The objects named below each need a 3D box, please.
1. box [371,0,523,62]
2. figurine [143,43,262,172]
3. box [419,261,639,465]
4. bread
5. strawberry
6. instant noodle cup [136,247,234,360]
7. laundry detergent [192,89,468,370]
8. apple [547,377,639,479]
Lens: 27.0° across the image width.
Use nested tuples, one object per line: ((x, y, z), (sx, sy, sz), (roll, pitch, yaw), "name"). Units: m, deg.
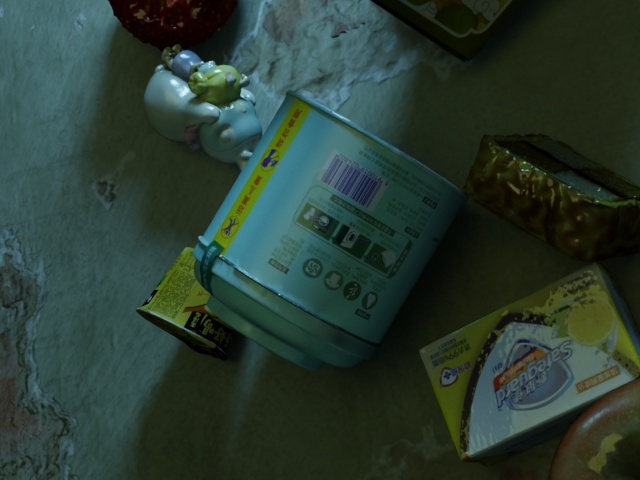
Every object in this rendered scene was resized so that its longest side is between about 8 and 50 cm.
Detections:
((0.177, -0.488, 1.735), (0.420, 0.373, 0.138), (-48, 37, 20), "box")
((-0.148, -0.189, 2.016), (0.236, 0.127, 0.155), (27, 112, 28), "figurine")
((0.278, 0.160, 1.691), (0.265, 0.097, 0.168), (-27, 64, 20), "box")
((0.305, -0.055, 1.695), (0.222, 0.181, 0.096), (33, 117, 32), "bread")
((-0.227, -0.427, 2.096), (0.261, 0.257, 0.261), (-1, 78, 6), "strawberry")
((-0.178, 0.089, 1.948), (0.151, 0.151, 0.122), (18, 73, 32), "instant noodle cup")
((0.000, 0.000, 1.782), (0.287, 0.287, 0.305), (32, 92, 32), "laundry detergent")
((0.410, 0.291, 1.471), (0.319, 0.277, 0.319), (-9, 73, 30), "apple")
